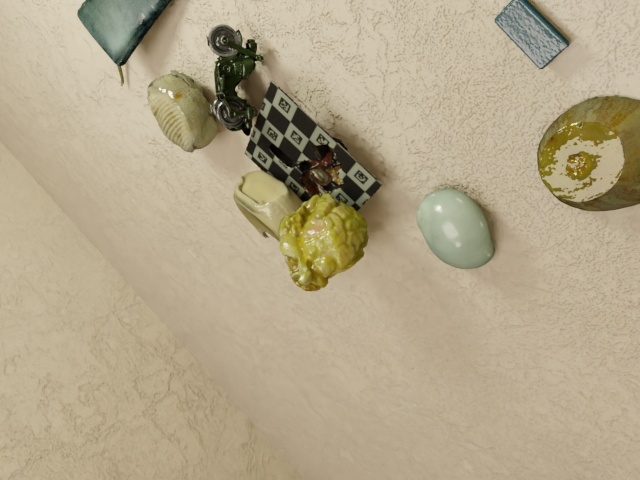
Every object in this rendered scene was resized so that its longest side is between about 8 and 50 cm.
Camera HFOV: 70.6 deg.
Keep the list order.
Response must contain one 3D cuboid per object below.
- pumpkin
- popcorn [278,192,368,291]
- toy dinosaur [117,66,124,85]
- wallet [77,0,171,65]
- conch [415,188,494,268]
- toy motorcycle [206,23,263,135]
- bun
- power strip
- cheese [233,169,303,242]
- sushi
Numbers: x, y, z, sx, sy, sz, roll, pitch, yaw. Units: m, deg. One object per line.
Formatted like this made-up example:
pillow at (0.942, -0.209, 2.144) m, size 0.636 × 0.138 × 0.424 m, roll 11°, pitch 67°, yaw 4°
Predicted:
pumpkin at (0.474, -0.129, 0.777) m, size 0.217 × 0.110 × 0.217 m, roll 30°, pitch 138°, yaw 31°
popcorn at (0.000, 0.000, 1.137) m, size 0.212 × 0.259 × 0.259 m, roll 58°, pitch 142°, yaw 6°
toy dinosaur at (-0.667, -0.647, 1.459) m, size 0.200 × 0.072 × 0.251 m, roll 6°, pitch 135°, yaw 50°
wallet at (-0.531, -0.667, 1.252) m, size 0.379 × 0.046 × 0.190 m, roll -27°, pitch 103°, yaw 37°
conch at (0.303, -0.014, 1.037) m, size 0.221 × 0.121 × 0.185 m, roll 56°, pitch 171°, yaw -17°
toy motorcycle at (-0.224, -0.406, 1.177) m, size 0.205 × 0.127 × 0.275 m, roll -127°, pitch 34°, yaw -63°
bun at (-0.409, -0.391, 1.357) m, size 0.239 × 0.141 × 0.239 m, roll 30°, pitch 144°, yaw 25°
power strip at (0.353, -0.351, 0.757) m, size 0.123 × 0.032 × 0.056 m, roll 47°, pitch 141°, yaw 2°
cheese at (-0.138, -0.084, 1.331) m, size 0.266 × 0.127 × 0.233 m, roll 34°, pitch 163°, yaw 35°
sushi at (-0.022, -0.210, 1.196) m, size 0.359 × 0.064 × 0.343 m, roll 43°, pitch 152°, yaw -1°
